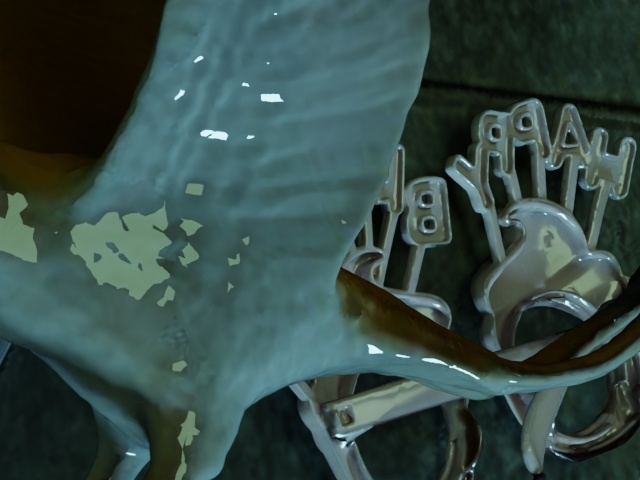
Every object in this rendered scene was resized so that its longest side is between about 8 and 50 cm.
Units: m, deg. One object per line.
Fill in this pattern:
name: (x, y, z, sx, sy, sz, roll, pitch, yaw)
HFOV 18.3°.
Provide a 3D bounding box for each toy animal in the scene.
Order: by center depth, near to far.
toy animal: (-0.013, 0.016, 0.646, 0.284, 0.225, 0.302, 45, 58, -21)

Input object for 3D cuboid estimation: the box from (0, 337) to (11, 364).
box: (-0.169, 0.030, 0.613, 0.129, 0.051, 0.130, 39, 54, -25)

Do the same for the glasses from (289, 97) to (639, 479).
glasses: (0.072, 0.017, 0.795, 0.255, 0.095, 0.162, -15, 83, -45)
